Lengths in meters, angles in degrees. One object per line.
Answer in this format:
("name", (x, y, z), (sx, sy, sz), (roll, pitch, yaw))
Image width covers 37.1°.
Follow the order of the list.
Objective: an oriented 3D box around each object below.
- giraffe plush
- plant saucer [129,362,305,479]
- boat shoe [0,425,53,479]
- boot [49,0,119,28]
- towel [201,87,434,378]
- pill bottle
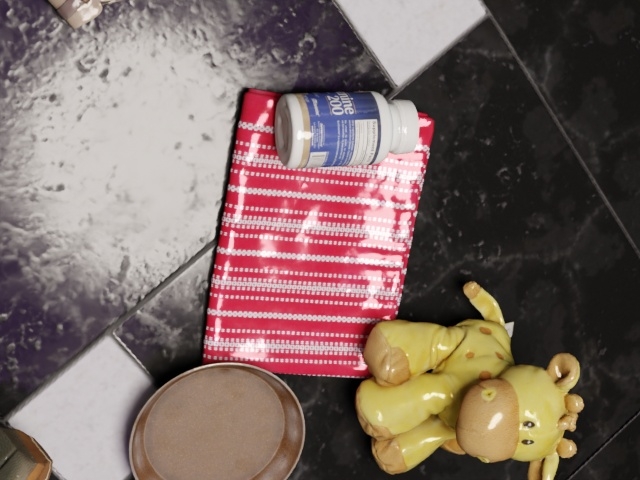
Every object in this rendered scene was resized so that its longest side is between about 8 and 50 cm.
("giraffe plush", (0.159, 0.157, 0.915), (0.210, 0.170, 0.181), (-30, 122, -19))
("plant saucer", (-0.099, 0.187, 0.913), (0.168, 0.029, 0.168), (-6, 112, -15))
("boat shoe", (-0.344, 0.305, 0.827), (0.324, 0.122, 0.120), (-51, 142, -1))
("boot", (-0.222, -0.218, 0.793), (0.118, 0.042, 0.087), (-28, 111, -12))
("towel", (0.000, 0.000, 0.920), (0.199, 0.031, 0.275), (7, 99, -19))
("pill bottle", (0.024, -0.100, 0.854), (0.120, 0.067, 0.067), (-4, 102, -18))
